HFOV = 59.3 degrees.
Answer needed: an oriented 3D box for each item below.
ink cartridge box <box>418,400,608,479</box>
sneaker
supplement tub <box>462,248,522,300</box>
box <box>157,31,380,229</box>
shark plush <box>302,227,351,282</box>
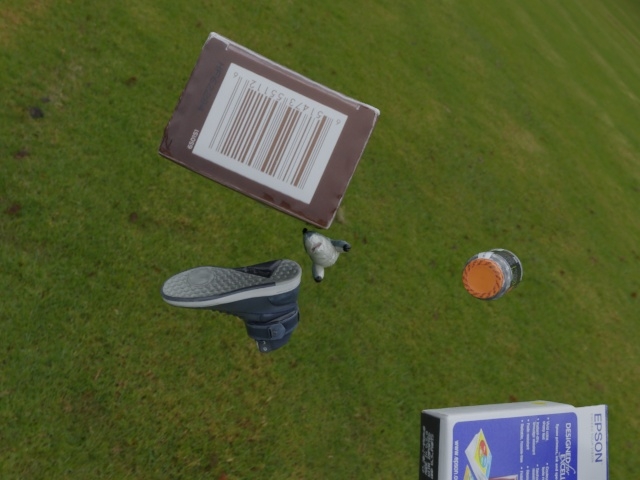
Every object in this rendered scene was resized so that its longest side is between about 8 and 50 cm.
[{"bbox_3d":[0.270,0.381,0.774,0.307,0.072,0.304,6,83,-29],"label":"ink cartridge box"},{"bbox_3d":[-0.143,0.121,0.940,0.226,0.164,0.086,-4,39,-7],"label":"sneaker"},{"bbox_3d":[0.417,0.083,1.371,0.117,0.117,0.190,57,26,16],"label":"supplement tub"},{"bbox_3d":[-0.056,-0.110,0.730,0.191,0.143,0.381,24,-1,-4],"label":"box"},{"bbox_3d":[0.000,0.000,0.869,0.067,0.073,0.161,42,14,-8],"label":"shark plush"}]
